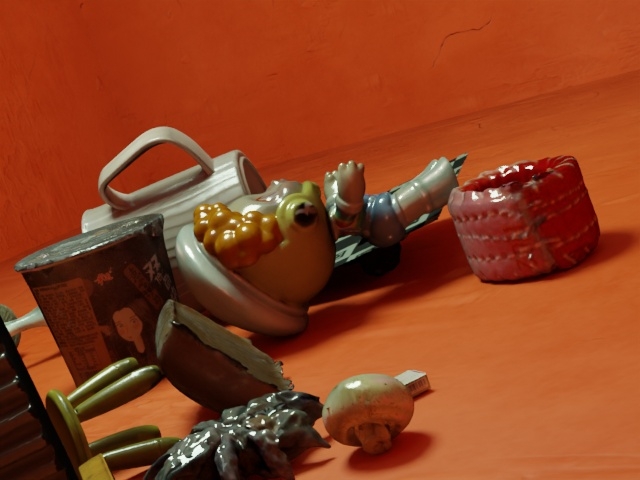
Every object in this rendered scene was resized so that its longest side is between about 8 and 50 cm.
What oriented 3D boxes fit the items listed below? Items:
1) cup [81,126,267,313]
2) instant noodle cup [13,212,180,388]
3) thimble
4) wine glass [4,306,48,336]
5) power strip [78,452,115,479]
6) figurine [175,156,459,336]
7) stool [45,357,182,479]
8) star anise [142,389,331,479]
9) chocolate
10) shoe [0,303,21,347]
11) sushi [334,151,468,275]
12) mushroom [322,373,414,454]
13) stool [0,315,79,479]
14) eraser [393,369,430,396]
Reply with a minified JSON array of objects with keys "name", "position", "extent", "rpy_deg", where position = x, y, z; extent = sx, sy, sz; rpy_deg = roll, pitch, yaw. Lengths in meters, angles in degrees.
[{"name":"cup","position":[-0.216,-0.024,1.848],"extent":[0.273,0.288,0.208],"rpy_deg":[-24,3,9]},{"name":"instant noodle cup","position":[-0.286,0.091,1.663],"extent":[0.217,0.207,0.217],"rpy_deg":[-17,9,3]},{"name":"thimble","position":[0.258,-0.030,1.526],"extent":[0.163,0.125,0.189],"rpy_deg":[-23,10,-18]},{"name":"wine glass","position":[-0.430,0.120,2.003],"extent":[0.321,0.143,0.143],"rpy_deg":[-22,10,-24]},{"name":"power strip","position":[-0.196,0.241,1.116],"extent":[0.028,0.049,0.178],"rpy_deg":[-27,11,-14]},{"name":"figurine","position":[0.006,0.001,1.586],"extent":[0.381,0.205,0.224],"rpy_deg":[-20,5,6]},{"name":"stool","position":[-0.218,0.190,1.264],"extent":[0.110,0.134,0.135],"rpy_deg":[-19,53,-24]},{"name":"star anise","position":[-0.082,0.192,1.129],"extent":[0.204,0.061,0.180],"rpy_deg":[-22,10,-14]},{"name":"chocolate","position":[-0.121,0.142,1.332],"extent":[0.083,0.161,0.261],"rpy_deg":[-58,6,-1]},{"name":"shoe","position":[-0.692,0.201,2.063],"extent":[0.342,0.132,0.210],"rpy_deg":[-29,16,-30]},{"name":"sushi","position":[0.072,0.007,1.866],"extent":[0.343,0.064,0.359],"rpy_deg":[-26,11,21]},{"name":"mushroom","position":[0.043,0.155,1.074],"extent":[0.083,0.083,0.067],"rpy_deg":[-18,52,9]},{"name":"stool","position":[-0.393,0.206,1.021],"extent":[0.330,0.297,0.297],"rpy_deg":[-25,11,-14]},{"name":"eraser","position":[0.065,0.153,1.188],"extent":[0.083,0.019,0.038],"rpy_deg":[-24,12,-24]}]
